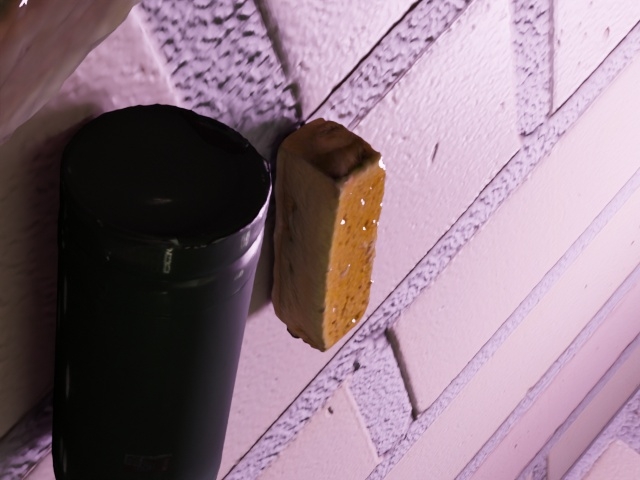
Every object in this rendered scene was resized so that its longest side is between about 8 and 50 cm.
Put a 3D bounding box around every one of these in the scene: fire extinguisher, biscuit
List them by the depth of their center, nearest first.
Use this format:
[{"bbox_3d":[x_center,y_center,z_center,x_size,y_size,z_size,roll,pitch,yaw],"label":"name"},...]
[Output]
[{"bbox_3d":[-0.085,0.073,0.719,0.311,0.114,0.095,105,-14,-46],"label":"fire extinguisher"},{"bbox_3d":[0.000,0.000,0.843,0.052,0.056,0.188,-38,156,-27],"label":"biscuit"}]

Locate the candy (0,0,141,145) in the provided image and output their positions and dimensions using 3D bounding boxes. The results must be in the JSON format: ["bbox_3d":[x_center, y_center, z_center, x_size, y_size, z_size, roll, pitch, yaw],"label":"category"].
[{"bbox_3d":[-0.105,-0.098,0.400,0.234,0.102,0.104,-52,178,-15],"label":"candy"}]
